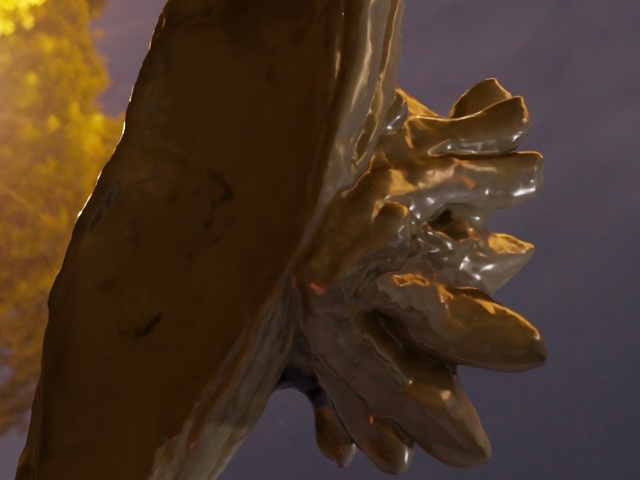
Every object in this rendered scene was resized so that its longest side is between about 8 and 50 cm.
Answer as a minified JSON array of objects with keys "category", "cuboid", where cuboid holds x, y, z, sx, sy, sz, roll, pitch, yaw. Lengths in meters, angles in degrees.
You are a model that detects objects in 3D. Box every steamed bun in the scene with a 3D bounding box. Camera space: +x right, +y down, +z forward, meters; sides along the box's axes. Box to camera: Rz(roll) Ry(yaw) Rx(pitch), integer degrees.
[{"category":"steamed bun","cuboid":[0.000,0.000,0.757,0.247,0.189,0.428,8,-102,42]}]
